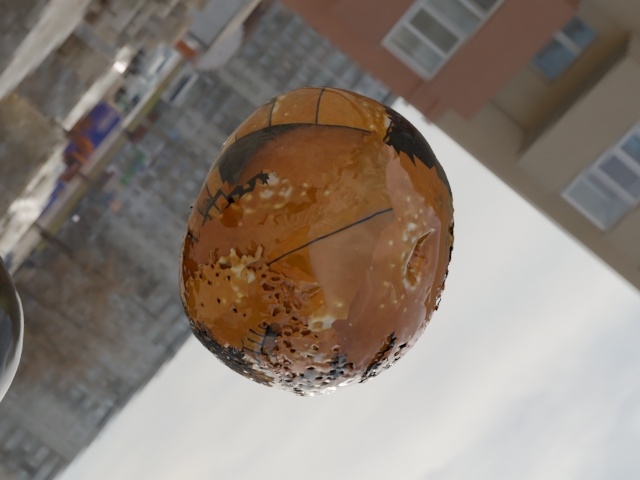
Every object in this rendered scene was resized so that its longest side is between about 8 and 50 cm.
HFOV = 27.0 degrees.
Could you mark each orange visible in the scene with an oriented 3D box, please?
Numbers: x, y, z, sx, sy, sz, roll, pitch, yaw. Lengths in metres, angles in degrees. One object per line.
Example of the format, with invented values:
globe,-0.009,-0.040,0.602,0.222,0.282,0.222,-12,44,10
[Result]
orange,0.000,0.000,1.002,0.182,0.234,0.234,19,-115,38

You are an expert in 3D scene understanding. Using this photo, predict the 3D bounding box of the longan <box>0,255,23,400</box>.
longan,-0.384,0.070,1.158,0.258,0.258,0.258,-50,-171,10
